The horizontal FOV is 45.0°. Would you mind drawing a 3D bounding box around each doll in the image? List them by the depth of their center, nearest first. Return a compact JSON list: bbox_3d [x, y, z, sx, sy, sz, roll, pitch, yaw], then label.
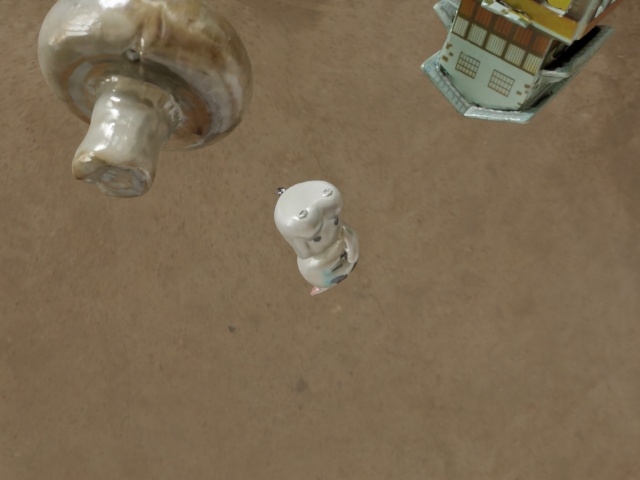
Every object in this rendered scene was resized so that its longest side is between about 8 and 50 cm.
[{"bbox_3d":[-0.001,-0.005,1.200,0.110,0.107,0.180,-41,122,-24],"label":"doll"}]

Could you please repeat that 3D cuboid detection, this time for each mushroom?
[{"bbox_3d":[-0.202,-0.162,0.864,0.244,0.243,0.243,-3,109,-10],"label":"mushroom"}]

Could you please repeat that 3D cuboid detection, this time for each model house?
[{"bbox_3d":[0.271,-0.291,1.011,0.198,0.224,0.215,35,139,16],"label":"model house"}]
